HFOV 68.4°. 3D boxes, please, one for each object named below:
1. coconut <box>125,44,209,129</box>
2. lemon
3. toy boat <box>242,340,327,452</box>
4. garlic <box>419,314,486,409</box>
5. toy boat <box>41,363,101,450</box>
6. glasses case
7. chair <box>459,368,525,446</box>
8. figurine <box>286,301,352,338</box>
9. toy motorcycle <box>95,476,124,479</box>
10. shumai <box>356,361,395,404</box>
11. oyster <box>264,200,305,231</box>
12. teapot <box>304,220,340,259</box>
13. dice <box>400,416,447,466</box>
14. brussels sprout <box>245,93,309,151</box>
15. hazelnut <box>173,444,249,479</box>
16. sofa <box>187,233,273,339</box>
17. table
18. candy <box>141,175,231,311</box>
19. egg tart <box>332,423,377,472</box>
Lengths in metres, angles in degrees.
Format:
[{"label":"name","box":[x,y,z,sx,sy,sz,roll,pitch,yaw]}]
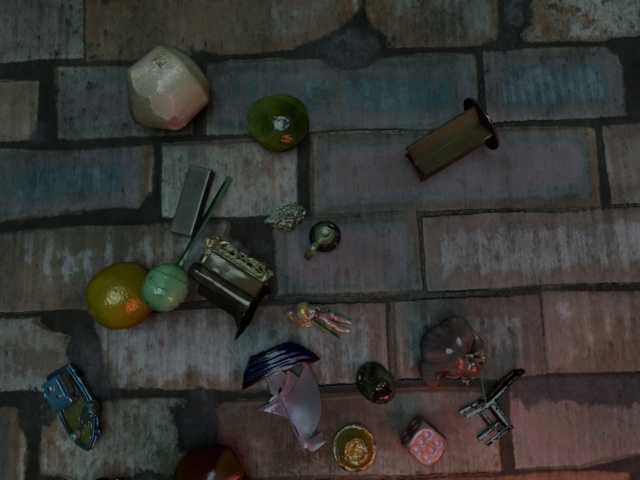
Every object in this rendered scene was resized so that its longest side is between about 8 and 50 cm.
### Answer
[{"label":"coconut","box":[-0.440,-0.419,1.331,0.224,0.224,0.234,45,73,5]},{"label":"lemon","box":[-0.534,0.147,1.282,0.203,0.178,0.178,-34,83,-34]},{"label":"toy boat","box":[-0.065,0.419,1.305,0.318,0.072,0.219,44,88,2]},{"label":"garlic","box":[0.387,0.337,1.255,0.207,0.207,0.257,-35,47,-4]},{"label":"toy boat","box":[-0.674,0.461,1.286,0.109,0.098,0.238,-30,85,0]},{"label":"glasses case","box":[-0.372,-0.113,1.375,0.070,0.047,0.205,14,84,6]},{"label":"chair","box":[0.499,0.452,1.288,0.212,0.084,0.101,-34,81,-4]},{"label":"figurine","box":[-0.004,0.224,1.331,0.187,0.083,0.083,17,84,-10]},{"label":"toy motorcycle","box":[-0.566,0.778,1.241,0.205,0.127,0.275,-33,77,-4]},{"label":"shumai","box":[0.154,0.399,1.293,0.124,0.087,0.099,44,87,6]},{"label":"oyster","box":[-0.100,-0.073,1.373,0.098,0.037,0.100,28,84,3]},{"label":"teapot","box":[0.009,0.001,1.338,0.092,0.091,0.124,11,83,3]},{"label":"dice","box":[0.279,0.543,1.272,0.094,0.091,0.093,37,85,5]},{"label":"brussels sprout","box":[-0.124,-0.335,1.354,0.180,0.144,0.162,-9,104,22]},{"label":"hazelnut","box":[-0.283,0.642,1.223,0.181,0.181,0.212,-27,94,-22]},{"label":"sofa","box":[-0.251,0.131,1.244,0.200,0.258,0.182,34,71,3]},{"label":"table","box":[0.364,-0.274,1.347,0.226,0.167,0.167,-32,84,6]},{"label":"candy","box":[-0.344,-0.006,1.292,0.119,0.119,0.440,22,63,3]},{"label":"egg tart","box":[0.093,0.574,1.292,0.128,0.049,0.129,0,82,2]}]
